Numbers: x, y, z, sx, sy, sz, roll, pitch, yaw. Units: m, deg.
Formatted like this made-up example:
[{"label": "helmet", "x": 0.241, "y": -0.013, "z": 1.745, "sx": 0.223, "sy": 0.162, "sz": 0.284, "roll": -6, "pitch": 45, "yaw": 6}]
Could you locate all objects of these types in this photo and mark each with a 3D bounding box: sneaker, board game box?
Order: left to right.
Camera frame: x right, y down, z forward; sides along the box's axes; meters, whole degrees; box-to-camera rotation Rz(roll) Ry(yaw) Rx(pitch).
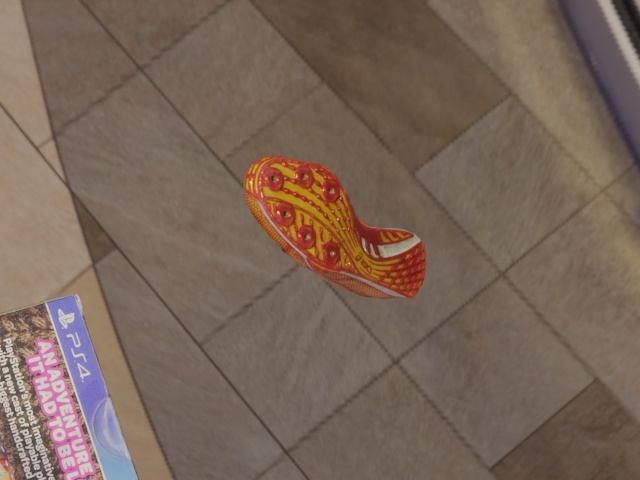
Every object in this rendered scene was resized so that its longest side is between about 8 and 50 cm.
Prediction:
[{"label": "board game box", "x": -0.301, "y": 0.203, "z": 1.013, "sx": 0.291, "sy": 0.141, "sz": 0.232, "roll": -15, "pitch": 76, "yaw": -23}, {"label": "sneaker", "x": 0.000, "y": 0.000, "z": 0.820, "sx": 0.067, "sy": 0.175, "sz": 0.064, "roll": 0, "pitch": 66, "yaw": 36}]
